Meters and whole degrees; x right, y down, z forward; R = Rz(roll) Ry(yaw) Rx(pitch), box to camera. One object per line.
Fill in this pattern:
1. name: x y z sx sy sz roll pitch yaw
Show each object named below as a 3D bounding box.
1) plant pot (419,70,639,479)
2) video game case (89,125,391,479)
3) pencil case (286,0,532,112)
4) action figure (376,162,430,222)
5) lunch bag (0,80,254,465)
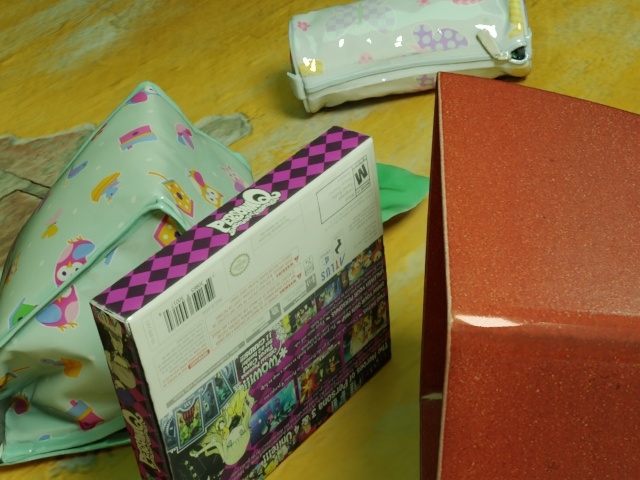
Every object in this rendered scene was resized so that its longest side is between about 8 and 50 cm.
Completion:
1. plant pot: 0.180 0.077 0.652 0.236 0.267 0.267 2 34 3
2. video game case: -0.039 0.064 0.770 0.042 0.210 0.232 23 47 34
3. pencil case: 0.100 -0.216 1.252 0.273 0.113 0.124 -8 52 7
4. action figure: 0.000 0.000 0.994 0.137 0.063 0.232 7 33 26
5. lunch bag: -0.174 0.039 0.904 0.262 0.160 0.223 -43 29 15
